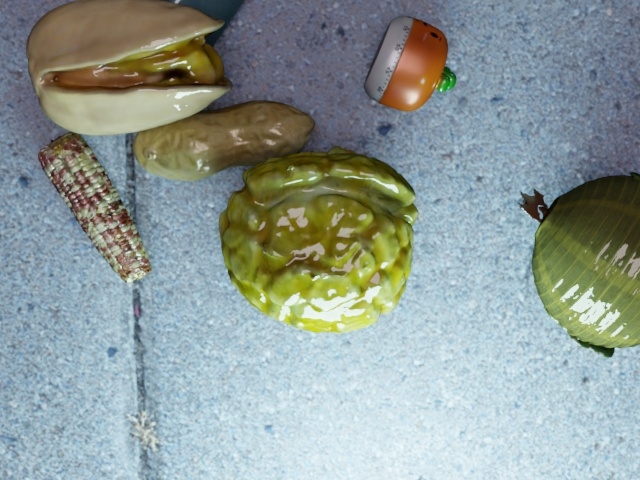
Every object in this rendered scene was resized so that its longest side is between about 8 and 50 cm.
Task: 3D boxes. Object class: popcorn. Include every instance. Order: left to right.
[{"bbox_3d":[-0.006,-0.002,1.495,0.282,0.247,0.282,0,92,-4],"label":"popcorn"}]

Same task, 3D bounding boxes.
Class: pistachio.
[{"bbox_3d":[-0.266,-0.240,1.485,0.299,0.187,0.187,-1,96,13],"label":"pistachio"}]

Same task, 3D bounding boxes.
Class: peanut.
[{"bbox_3d":[-0.137,-0.142,1.546,0.263,0.117,0.101,-9,131,-2],"label":"peanut"}]

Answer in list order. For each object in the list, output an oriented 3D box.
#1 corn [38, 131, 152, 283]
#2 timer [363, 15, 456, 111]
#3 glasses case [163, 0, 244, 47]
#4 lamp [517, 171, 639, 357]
[{"bbox_3d":[-0.324,-0.045,1.573,0.079,0.079,0.237,-28,99,2],"label":"corn"},{"bbox_3d":[0.135,-0.245,1.544,0.136,0.099,0.136,2,105,7],"label":"timer"},{"bbox_3d":[-0.137,-0.395,1.546,0.105,0.056,0.266,34,95,-3],"label":"glasses case"},{"bbox_3d":[0.390,0.018,1.504,0.284,0.250,0.250,32,95,0],"label":"lamp"}]
